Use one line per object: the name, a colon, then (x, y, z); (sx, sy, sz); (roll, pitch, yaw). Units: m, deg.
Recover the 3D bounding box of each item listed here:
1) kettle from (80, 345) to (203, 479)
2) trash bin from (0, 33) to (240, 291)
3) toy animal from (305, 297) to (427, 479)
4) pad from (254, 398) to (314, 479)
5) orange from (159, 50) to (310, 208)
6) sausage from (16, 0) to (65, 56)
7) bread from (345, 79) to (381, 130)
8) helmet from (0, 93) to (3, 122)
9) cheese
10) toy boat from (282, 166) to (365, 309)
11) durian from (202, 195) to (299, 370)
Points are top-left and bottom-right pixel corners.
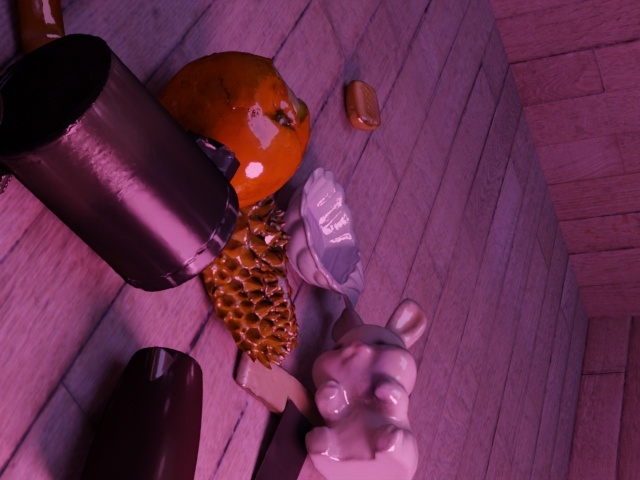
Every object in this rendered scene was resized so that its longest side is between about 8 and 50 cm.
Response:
kettle: (-0.222, 0.271, 1.365); (0.202, 0.144, 0.232); (81, 16, -51)
trash bin: (-0.263, -0.098, 1.297); (0.252, 0.203, 0.301); (-49, 135, -9)
toy animal: (0.096, 0.274, 1.862); (0.241, 0.196, 0.368); (56, 32, -57)
pad: (-0.063, 0.384, 1.747); (0.116, 0.004, 0.193); (57, 47, -41)
orange: (-0.134, -0.171, 1.545); (0.240, 0.240, 0.240); (25, 61, -59)
sausage: (-0.365, -0.300, 1.313); (0.062, 0.054, 0.183); (-10, 93, -27)
bread: (0.086, -0.288, 2.189); (0.082, 0.056, 0.115); (12, 59, -43)
helmet: (-0.414, -0.140, 1.169); (0.089, 0.057, 0.111); (9, 69, -16)
cheese: (-0.041, 0.300, 1.821); (0.400, 0.034, 0.085); (46, 47, -48)
toy boat: (0.000, 0.000, 1.901); (0.290, 0.100, 0.199); (63, 33, -31)
durian: (-0.107, 0.043, 1.648); (0.191, 0.112, 0.341); (5, 74, -65)
